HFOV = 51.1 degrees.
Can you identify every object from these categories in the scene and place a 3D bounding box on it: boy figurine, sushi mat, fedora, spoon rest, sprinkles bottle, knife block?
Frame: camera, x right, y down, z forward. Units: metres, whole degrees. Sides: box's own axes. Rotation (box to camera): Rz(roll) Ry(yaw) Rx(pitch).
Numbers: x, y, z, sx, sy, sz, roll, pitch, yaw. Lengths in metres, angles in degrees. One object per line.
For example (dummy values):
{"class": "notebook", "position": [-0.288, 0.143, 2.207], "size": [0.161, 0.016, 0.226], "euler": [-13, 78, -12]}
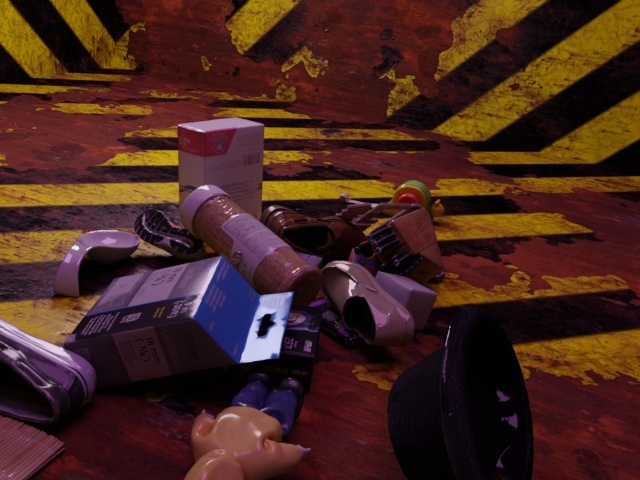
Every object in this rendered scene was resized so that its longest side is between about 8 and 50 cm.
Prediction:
{"class": "boy figurine", "position": [-0.105, 0.294, 0.953], "size": [0.177, 0.092, 0.285], "euler": [12, 24, 11]}
{"class": "sushi mat", "position": [-0.494, 0.327, 0.852], "size": [0.151, 0.019, 0.316], "euler": [14, 23, 18]}
{"class": "fedora", "position": [0.197, 0.255, 0.989], "size": [0.152, 0.334, 0.334], "euler": [-16, 11, 29]}
{"class": "spoon rest", "position": [-0.497, 0.027, 1.482], "size": [0.137, 0.084, 0.276], "euler": [9, 24, 4]}
{"class": "sprinkles bottle", "position": [-0.153, 0.014, 1.427], "size": [0.121, 0.121, 0.355], "euler": [-16, 43, -43]}
{"class": "knife block", "position": [0.171, -0.006, 1.561], "size": [0.242, 0.088, 0.276], "euler": [31, 35, -31]}

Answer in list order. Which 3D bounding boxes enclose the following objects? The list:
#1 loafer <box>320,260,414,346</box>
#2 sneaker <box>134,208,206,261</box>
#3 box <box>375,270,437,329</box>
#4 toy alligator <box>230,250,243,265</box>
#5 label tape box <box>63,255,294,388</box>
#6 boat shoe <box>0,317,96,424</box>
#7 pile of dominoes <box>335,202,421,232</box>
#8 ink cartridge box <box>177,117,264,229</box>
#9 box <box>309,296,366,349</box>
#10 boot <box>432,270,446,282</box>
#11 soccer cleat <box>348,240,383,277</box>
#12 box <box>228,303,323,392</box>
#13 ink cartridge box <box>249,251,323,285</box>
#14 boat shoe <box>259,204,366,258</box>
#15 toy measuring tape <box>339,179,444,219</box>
{"class": "loafer", "position": [0.072, 0.121, 1.325], "size": [0.092, 0.102, 0.268], "euler": [-5, 26, -39]}
{"class": "sneaker", "position": [-0.357, -0.001, 1.596], "size": [0.208, 0.081, 0.094], "euler": [28, -15, 24]}
{"class": "box", "position": [0.167, 0.126, 1.397], "size": [0.101, 0.087, 0.102], "euler": [13, 12, -47]}
{"class": "toy alligator", "position": [-0.224, 0.095, 1.360], "size": [0.056, 0.189, 0.051], "euler": [46, -6, 14]}
{"class": "label tape box", "position": [-0.230, 0.127, 1.160], "size": [0.333, 0.106, 0.241], "euler": [-12, 21, 8]}
{"class": "boat shoe", "position": [-0.518, 0.189, 1.030], "size": [0.335, 0.121, 0.119], "euler": [13, 14, 9]}
{"class": "pile of dominoes", "position": [0.116, -0.069, 1.742], "size": [0.195, 0.040, 0.251], "euler": [1, -17, -23]}
{"class": "ink cartridge box", "position": [-0.260, -0.165, 1.750], "size": [0.117, 0.283, 0.207], "euler": [20, 26, 38]}
{"class": "box", "position": [0.046, 0.163, 1.386], "size": [0.116, 0.029, 0.162], "euler": [-14, 30, -39]}
{"class": "boot", "position": [0.269, 0.062, 1.677], "size": [0.114, 0.037, 0.106], "euler": [15, 37, 25]}
{"class": "soccer cleat", "position": [0.138, 0.032, 1.632], "size": [0.083, 0.095, 0.248], "euler": [15, 24, 27]}
{"class": "box", "position": [-0.079, 0.187, 1.228], "size": [0.147, 0.078, 0.180], "euler": [9, 23, 3]}
{"class": "ink cartridge box", "position": [-0.110, 0.064, 1.531], "size": [0.209, 0.062, 0.109], "euler": [12, 24, 14]}
{"class": "boat shoe", "position": [0.000, 0.000, 1.613], "size": [0.307, 0.111, 0.104], "euler": [9, 17, -36]}
{"class": "toy measuring tape", "position": [0.220, -0.138, 2.041], "size": [0.330, 0.122, 0.121], "euler": [15, 24, 19]}
